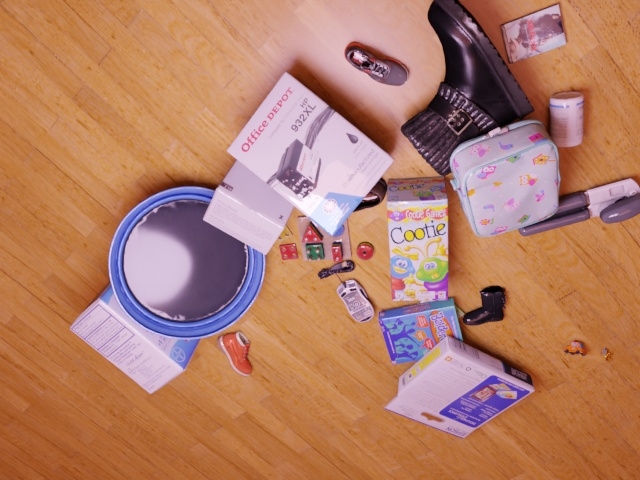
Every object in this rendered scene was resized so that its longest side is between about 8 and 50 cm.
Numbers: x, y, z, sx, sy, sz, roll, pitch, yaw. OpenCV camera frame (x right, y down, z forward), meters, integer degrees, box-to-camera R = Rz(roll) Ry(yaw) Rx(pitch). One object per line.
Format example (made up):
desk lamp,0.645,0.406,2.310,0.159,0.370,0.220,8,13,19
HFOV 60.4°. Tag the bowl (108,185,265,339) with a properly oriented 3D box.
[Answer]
bowl,-0.339,0.057,1.420,0.390,0.077,0.392,-2,95,-19

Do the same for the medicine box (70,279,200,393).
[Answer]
medicine box,-0.483,0.220,1.531,0.149,0.263,0.289,-36,108,24

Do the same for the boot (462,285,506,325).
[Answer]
boot,0.443,0.176,1.486,0.121,0.045,0.099,-8,120,4

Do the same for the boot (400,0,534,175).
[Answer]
boot,0.269,-0.328,1.193,0.260,0.131,0.348,-33,109,23

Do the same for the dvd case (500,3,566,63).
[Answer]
dvd case,0.453,-0.438,1.172,0.119,0.013,0.087,-15,115,17

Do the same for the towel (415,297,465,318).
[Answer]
towel,0.311,0.214,1.541,0.113,0.023,0.152,41,116,-14

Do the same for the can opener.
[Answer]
can opener,0.612,-0.068,1.299,0.283,0.095,0.076,-17,114,17

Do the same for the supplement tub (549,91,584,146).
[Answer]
supplement tub,0.545,-0.268,1.217,0.070,0.071,0.107,-5,117,12

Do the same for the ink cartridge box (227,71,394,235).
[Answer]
ink cartridge box,-0.020,-0.194,1.253,0.307,0.129,0.223,39,100,0

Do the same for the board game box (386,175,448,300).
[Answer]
board game box,0.242,-0.003,1.366,0.144,0.142,0.275,-2,118,10

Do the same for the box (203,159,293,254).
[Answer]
box,-0.160,-0.096,1.347,0.181,0.182,0.119,30,134,-8

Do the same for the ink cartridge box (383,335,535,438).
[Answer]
ink cartridge box,0.388,0.430,1.574,0.303,0.072,0.307,26,128,-18

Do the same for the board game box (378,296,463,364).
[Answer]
board game box,0.282,0.254,1.528,0.210,0.047,0.160,-14,113,13

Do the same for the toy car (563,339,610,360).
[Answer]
toy car,0.738,0.304,1.527,0.122,0.060,0.041,14,76,-17

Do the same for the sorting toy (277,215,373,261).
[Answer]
sorting toy,0.000,0.000,1.461,0.274,0.046,0.132,-3,117,11

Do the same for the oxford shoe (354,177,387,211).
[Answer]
oxford shoe,0.049,-0.109,1.367,0.227,0.096,0.083,-9,118,15

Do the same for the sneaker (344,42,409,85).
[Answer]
sneaker,0.121,-0.382,1.224,0.157,0.065,0.061,22,119,-3

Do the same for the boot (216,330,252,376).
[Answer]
boot,-0.241,0.347,1.682,0.084,0.059,0.158,-25,111,15

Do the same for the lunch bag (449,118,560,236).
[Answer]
lunch bag,0.409,-0.133,1.231,0.224,0.108,0.279,-18,140,12

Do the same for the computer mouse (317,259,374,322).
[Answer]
computer mouse,0.083,0.144,1.531,0.106,0.042,0.193,-28,105,16
